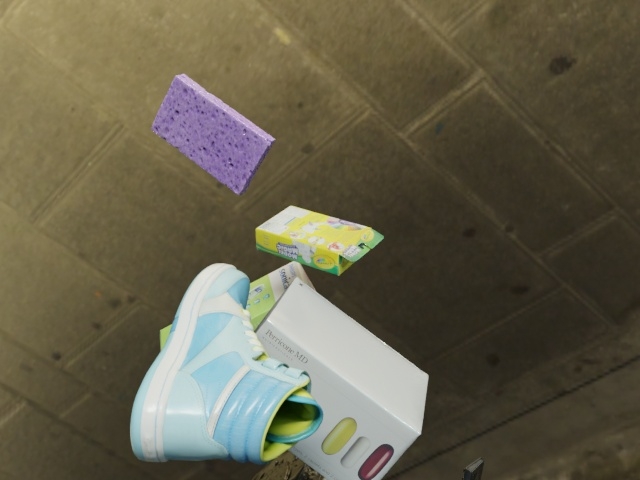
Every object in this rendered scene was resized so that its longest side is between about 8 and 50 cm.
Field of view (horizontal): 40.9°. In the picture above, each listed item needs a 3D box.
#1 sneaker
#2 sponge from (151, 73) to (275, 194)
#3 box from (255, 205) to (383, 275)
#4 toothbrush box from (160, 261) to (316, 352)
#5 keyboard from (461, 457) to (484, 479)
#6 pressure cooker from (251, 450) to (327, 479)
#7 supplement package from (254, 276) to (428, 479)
[{"bbox_3d":[-0.086,0.155,1.067,0.208,0.319,0.127,7,130,9],"label":"sneaker"},{"bbox_3d":[-0.190,-0.184,1.494,0.210,0.031,0.117,36,116,11],"label":"sponge"},{"bbox_3d":[0.000,0.000,1.352,0.179,0.105,0.043,15,122,29],"label":"box"},{"bbox_3d":[-0.111,0.199,1.522,0.283,0.122,0.206,-28,118,4],"label":"toothbrush box"},{"bbox_3d":[0.289,0.535,1.734,0.023,0.108,0.180,15,105,29],"label":"keyboard"},{"bbox_3d":[0.030,0.647,1.727,0.420,0.370,0.375,40,138,-7],"label":"pressure cooker"},{"bbox_3d":[0.009,0.209,1.255,0.262,0.204,0.145,36,107,0],"label":"supplement package"}]
